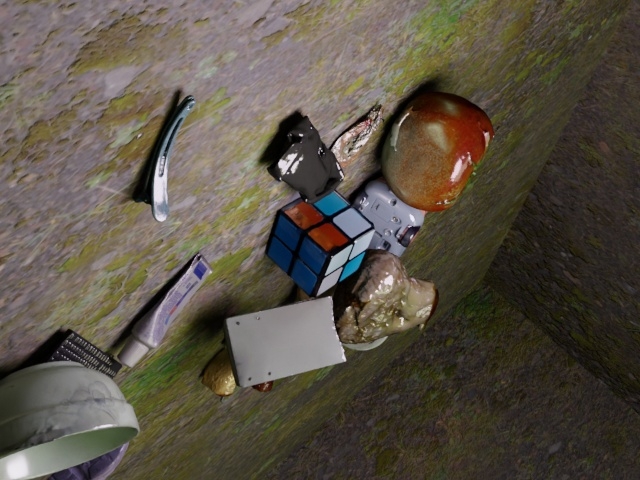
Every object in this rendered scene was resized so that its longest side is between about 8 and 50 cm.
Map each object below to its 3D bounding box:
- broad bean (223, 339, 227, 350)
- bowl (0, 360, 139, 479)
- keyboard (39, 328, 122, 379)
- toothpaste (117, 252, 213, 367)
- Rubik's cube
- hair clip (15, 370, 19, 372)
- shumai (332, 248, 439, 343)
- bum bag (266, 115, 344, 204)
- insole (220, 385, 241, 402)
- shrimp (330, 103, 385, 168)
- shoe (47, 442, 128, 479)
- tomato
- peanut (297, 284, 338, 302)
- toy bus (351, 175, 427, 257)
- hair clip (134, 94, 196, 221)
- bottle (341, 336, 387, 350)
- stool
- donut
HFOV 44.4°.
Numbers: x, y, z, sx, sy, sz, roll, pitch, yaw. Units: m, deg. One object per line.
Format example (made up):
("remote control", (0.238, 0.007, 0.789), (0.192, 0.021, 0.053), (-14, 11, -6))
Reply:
("broad bean", (-0.229, 0.273, 2.152), (0.083, 0.045, 0.063), (-39, 162, -43))
("bowl", (-0.502, 0.329, 1.442), (0.307, 0.163, 0.307), (-19, 158, -8))
("keyboard", (-0.480, 0.254, 1.598), (0.101, 0.018, 0.310), (-53, 164, -15))
("toothpaste", (-0.335, 0.152, 1.693), (0.282, 0.068, 0.099), (-53, -168, -12))
("Rubik's cube", (0.000, 0.000, 1.900), (0.180, 0.183, 0.167), (-33, 157, -38))
("hair clip", (-0.532, 0.248, 1.510), (0.137, 0.022, 0.054), (-23, 146, -49))
("shumai", (0.180, 0.182, 2.078), (0.346, 0.283, 0.217), (-54, -160, 43))
("bum bag", (-0.033, -0.160, 1.694), (0.142, 0.079, 0.326), (-54, 157, -4))
("insole", (-0.198, 0.407, 2.522), (0.322, 0.007, 0.109), (-42, 159, -17))
("shrimp", (0.085, -0.240, 1.829), (0.190, 0.042, 0.101), (-49, 153, 7))
("shoe", (-0.560, 0.561, 1.953), (0.245, 0.095, 0.137), (-43, 164, -3))
("tomato", (0.290, -0.232, 1.975), (0.303, 0.239, 0.303), (-56, 170, -15))
("peanut", (-0.005, 0.141, 2.259), (0.140, 0.109, 0.159), (-27, 154, -13))
("toy bus", (0.189, -0.056, 2.182), (0.232, 0.194, 0.288), (-41, 164, -46))
("hair clip", (-0.257, -0.143, 1.304), (0.039, 0.070, 0.230), (-16, 137, -49))
("bottle", (0.145, 0.181, 2.485), (0.229, 0.229, 0.352), (-55, 179, 21))
("stool", (-0.097, 0.246, 1.940), (0.269, 0.170, 0.243), (-13, 176, -8))
("donut", (-0.215, 0.367, 2.202), (0.217, 0.085, 0.141), (-3, 120, -35))
